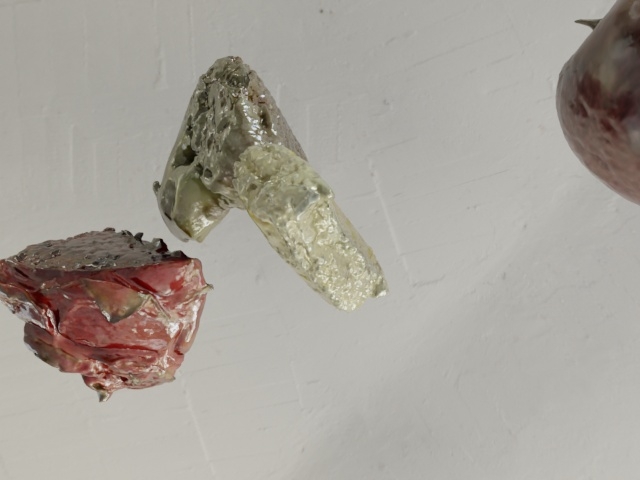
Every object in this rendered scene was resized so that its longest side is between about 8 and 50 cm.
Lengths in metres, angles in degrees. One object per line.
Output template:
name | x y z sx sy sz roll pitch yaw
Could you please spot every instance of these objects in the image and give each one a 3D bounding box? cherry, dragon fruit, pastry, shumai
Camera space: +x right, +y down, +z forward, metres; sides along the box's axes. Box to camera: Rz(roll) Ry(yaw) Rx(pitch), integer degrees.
cherry | 0.359 -0.133 0.516 0.203 0.230 0.300 -30 -106 -15
dragon fruit | -0.355 0.167 0.891 0.286 0.228 0.329 13 -70 30
pastry | -0.003 -0.005 0.580 0.089 0.258 0.121 -31 -125 3
shumai | -0.187 -0.142 0.888 0.283 0.346 0.217 -29 -49 11
